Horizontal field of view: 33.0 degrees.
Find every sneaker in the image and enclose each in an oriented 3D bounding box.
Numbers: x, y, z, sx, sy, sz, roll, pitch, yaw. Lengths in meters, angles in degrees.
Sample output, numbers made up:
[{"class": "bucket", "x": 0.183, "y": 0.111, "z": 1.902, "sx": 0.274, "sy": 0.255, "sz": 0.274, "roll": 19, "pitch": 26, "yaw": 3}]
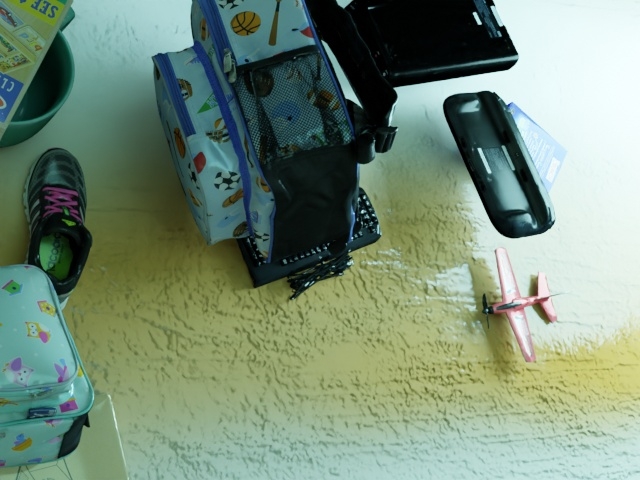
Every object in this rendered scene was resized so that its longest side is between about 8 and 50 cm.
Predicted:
[{"class": "sneaker", "x": -0.251, "y": -0.015, "z": 1.045, "sx": 0.063, "sy": 0.075, "sz": 0.170, "roll": 13, "pitch": 68, "yaw": -29}]

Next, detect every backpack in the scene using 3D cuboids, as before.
[{"class": "backpack", "x": -0.303, "y": 0.112, "z": 0.924, "sx": 0.188, "sy": 0.144, "sz": 0.166, "roll": -10, "pitch": 55, "yaw": -26}, {"class": "backpack", "x": -0.059, "y": -0.131, "z": 1.108, "sx": 0.213, "sy": 0.276, "sz": 0.263, "roll": -8, "pitch": 68, "yaw": -11}]

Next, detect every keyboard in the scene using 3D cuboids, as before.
[{"class": "keyboard", "x": 0.000, "y": 0.000, "z": 1.225, "sx": 0.192, "sy": 0.038, "sz": 0.100, "roll": -21, "pitch": 87, "yaw": -35}]

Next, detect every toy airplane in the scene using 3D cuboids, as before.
[{"class": "toy airplane", "x": 0.258, "y": 0.076, "z": 1.370, "sx": 0.151, "sy": 0.028, "sz": 0.151, "roll": 10, "pitch": 71, "yaw": -31}]

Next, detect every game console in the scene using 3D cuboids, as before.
[{"class": "game console", "x": 0.180, "y": -0.166, "z": 1.353, "sx": 0.213, "sy": 0.044, "sz": 0.361, "roll": -12, "pitch": 72, "yaw": -30}]

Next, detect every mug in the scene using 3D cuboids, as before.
[{"class": "mug", "x": -0.303, "y": -0.157, "z": 1.044, "sx": 0.158, "sy": 0.097, "sz": 0.129, "roll": -16, "pitch": 83, "yaw": -36}]

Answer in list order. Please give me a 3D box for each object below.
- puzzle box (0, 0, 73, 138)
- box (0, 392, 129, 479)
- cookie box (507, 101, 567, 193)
[{"class": "puzzle box", "x": -0.410, "y": -0.288, "z": 0.937, "sx": 0.409, "sy": 0.052, "sz": 0.272, "roll": 27, "pitch": 62, "yaw": -18}, {"class": "box", "x": -0.248, "y": 0.254, "z": 0.994, "sx": 0.164, "sy": 0.021, "sz": 0.201, "roll": -9, "pitch": 79, "yaw": -34}, {"class": "cookie box", "x": 0.264, "y": -0.113, "z": 1.426, "sx": 0.107, "sy": 0.040, "sz": 0.092, "roll": 39, "pitch": 58, "yaw": -15}]
